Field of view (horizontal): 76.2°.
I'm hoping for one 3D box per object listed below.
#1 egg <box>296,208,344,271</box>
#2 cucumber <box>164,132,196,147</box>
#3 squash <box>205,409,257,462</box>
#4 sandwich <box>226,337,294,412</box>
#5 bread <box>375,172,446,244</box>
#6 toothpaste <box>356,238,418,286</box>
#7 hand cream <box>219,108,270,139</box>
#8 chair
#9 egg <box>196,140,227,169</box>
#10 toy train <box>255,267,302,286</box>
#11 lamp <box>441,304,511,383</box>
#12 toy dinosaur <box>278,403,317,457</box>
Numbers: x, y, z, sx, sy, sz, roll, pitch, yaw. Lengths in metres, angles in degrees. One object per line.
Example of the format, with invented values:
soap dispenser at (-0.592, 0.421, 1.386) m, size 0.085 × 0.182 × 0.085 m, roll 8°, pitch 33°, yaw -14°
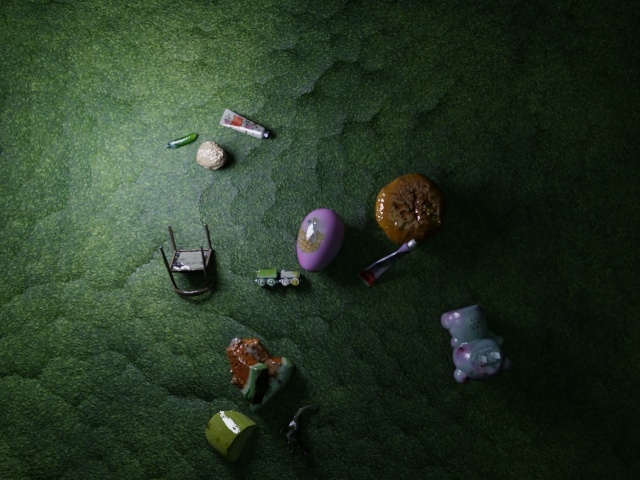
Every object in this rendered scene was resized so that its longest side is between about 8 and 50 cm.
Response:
egg at (0.000, 0.000, 1.718) m, size 0.196 × 0.196 × 0.272 m, roll 6°, pitch 88°, yaw -3°
cucumber at (-0.618, -0.435, 1.804) m, size 0.154 × 0.037 × 0.037 m, roll -23°, pitch 86°, yaw -5°
squash at (-0.383, 0.799, 1.668) m, size 0.184 × 0.085 × 0.192 m, roll 30°, pitch 82°, yaw -1°
sandwich at (-0.265, 0.522, 1.665) m, size 0.250 × 0.162 × 0.301 m, roll -42°, pitch 91°, yaw -10°
bread at (0.388, -0.131, 1.768) m, size 0.311 × 0.172 × 0.313 m, roll 0°, pitch 88°, yaw 0°
toothpaste at (0.288, 0.091, 1.741) m, size 0.075 × 0.048 × 0.301 m, roll 35°, pitch 118°, yaw -29°
hand cream at (-0.335, -0.513, 1.827) m, size 0.233 × 0.050 × 0.080 m, roll 24°, pitch 87°, yaw 6°
chair at (-0.544, 0.082, 1.702) m, size 0.187 × 0.166 × 0.272 m, roll -2°, pitch 127°, yaw -4°
egg at (-0.472, -0.368, 1.766) m, size 0.140 × 0.116 × 0.118 m, roll 12°, pitch 88°, yaw 24°
toy train at (-0.179, 0.159, 1.757) m, size 0.202 × 0.060 × 0.081 m, roll 0°, pitch 78°, yaw -5°
lamp at (0.647, 0.427, 1.691) m, size 0.246 × 0.247 × 0.302 m, roll -13°, pitch 78°, yaw -7°
toy dinosaur at (-0.082, 0.798, 1.720) m, size 0.178 × 0.087 × 0.188 m, roll -22°, pitch 103°, yaw -41°
